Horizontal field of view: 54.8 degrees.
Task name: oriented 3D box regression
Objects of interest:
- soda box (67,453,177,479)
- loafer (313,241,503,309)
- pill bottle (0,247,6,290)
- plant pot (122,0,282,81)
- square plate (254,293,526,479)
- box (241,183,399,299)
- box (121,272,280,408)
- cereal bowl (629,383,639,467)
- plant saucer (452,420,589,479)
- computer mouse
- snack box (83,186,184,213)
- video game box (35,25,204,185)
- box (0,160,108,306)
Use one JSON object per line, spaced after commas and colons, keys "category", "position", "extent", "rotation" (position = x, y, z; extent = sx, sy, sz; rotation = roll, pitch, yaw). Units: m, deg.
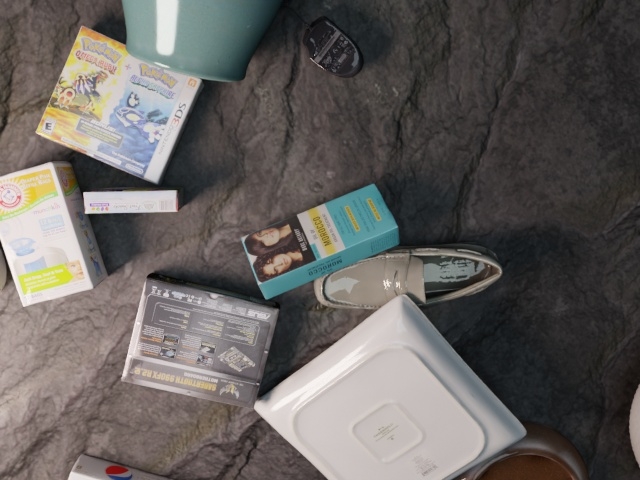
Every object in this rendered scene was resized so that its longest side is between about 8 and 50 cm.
{"category": "soda box", "position": [-0.327, 0.443, 1.064], "extent": [0.216, 0.069, 0.074], "rotation": [19, 95, -9]}
{"category": "loafer", "position": [0.149, 0.060, 1.049], "extent": [0.319, 0.111, 0.112], "rotation": [-11, 98, -5]}
{"category": "pill bottle", "position": [-0.643, 0.057, 0.940], "extent": [0.264, 0.153, 0.153], "rotation": [-20, 99, -4]}
{"category": "plant pot", "position": [-0.174, -0.379, 0.897], "extent": [0.271, 0.272, 0.255], "rotation": [13, 112, -8]}
{"category": "square plate", "position": [0.117, 0.317, 1.063], "extent": [0.347, 0.049, 0.344], "rotation": [-39, 100, 16]}
{"category": "box", "position": [0.000, 0.000, 1.028], "extent": [0.244, 0.060, 0.100], "rotation": [-23, 59, -4]}
{"category": "box", "position": [-0.201, 0.171, 1.052], "extent": [0.231, 0.056, 0.183], "rotation": [14, 96, -7]}
{"category": "cereal bowl", "position": [0.721, 0.333, 1.121], "extent": [0.339, 0.141, 0.339], "rotation": [0, 91, 0]}
{"category": "plant saucer", "position": [0.372, 0.497, 1.160], "extent": [0.310, 0.050, 0.311], "rotation": [-1, 98, -6]}
{"category": "computer mouse", "position": [-0.026, -0.360, 1.022], "extent": [0.242, 0.041, 0.071], "rotation": [42, 107, -4]}
{"category": "snack box", "position": [-0.295, -0.066, 0.990], "extent": [0.141, 0.100, 0.037], "rotation": [-1, 97, -7]}
{"category": "video game box", "position": [-0.318, -0.213, 0.992], "extent": [0.205, 0.048, 0.187], "rotation": [23, 87, -8]}
{"category": "box", "position": [-0.432, -0.014, 0.980], "extent": [0.114, 0.103, 0.203], "rotation": [-15, 98, -5]}
